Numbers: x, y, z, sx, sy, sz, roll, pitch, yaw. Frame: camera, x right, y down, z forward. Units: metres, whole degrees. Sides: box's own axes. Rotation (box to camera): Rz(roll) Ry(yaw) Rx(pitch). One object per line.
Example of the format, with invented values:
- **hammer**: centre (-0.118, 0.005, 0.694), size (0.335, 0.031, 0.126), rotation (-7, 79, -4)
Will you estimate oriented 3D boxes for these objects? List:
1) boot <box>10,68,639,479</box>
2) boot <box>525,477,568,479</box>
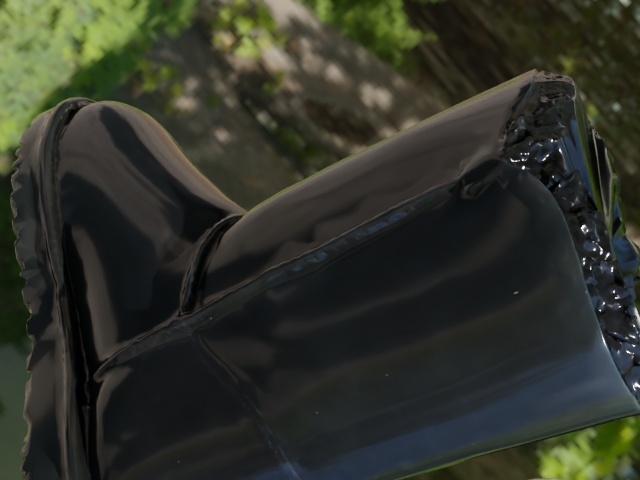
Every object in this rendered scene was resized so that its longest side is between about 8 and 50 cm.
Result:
- **boot**: centre (0.000, 0.000, 0.548), size (0.207, 0.094, 0.246), rotation (-26, -141, 12)
- **boot**: centre (0.160, 0.175, 0.697), size (0.069, 0.086, 0.190), rotation (-25, -150, -37)
